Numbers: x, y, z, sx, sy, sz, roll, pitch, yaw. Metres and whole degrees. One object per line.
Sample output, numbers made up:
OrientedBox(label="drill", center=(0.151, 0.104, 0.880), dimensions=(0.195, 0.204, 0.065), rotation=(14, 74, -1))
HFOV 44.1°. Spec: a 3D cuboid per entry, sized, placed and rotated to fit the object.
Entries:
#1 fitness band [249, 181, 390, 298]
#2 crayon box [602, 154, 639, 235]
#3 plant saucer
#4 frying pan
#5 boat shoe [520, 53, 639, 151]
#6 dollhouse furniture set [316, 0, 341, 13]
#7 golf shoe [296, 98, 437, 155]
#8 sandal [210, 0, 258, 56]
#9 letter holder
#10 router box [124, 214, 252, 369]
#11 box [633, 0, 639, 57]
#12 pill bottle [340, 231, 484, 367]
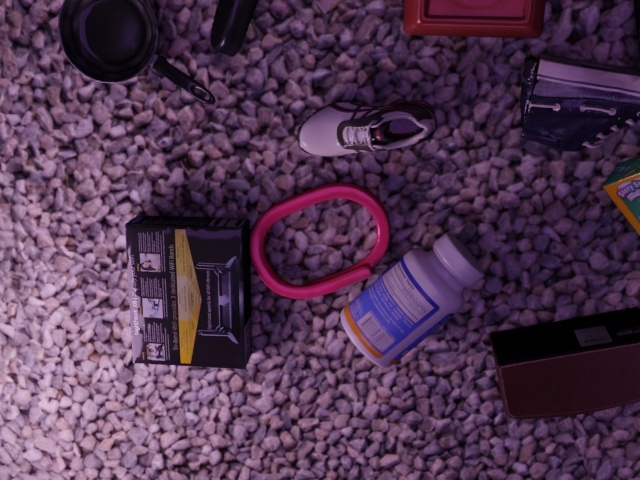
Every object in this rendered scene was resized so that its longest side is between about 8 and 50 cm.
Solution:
OrientedBox(label="fitness band", center=(0.000, 0.000, 1.597), dimensions=(0.290, 0.054, 0.209), rotation=(-21, 100, 11))
OrientedBox(label="crayon box", center=(0.663, -0.095, 1.392), dimensions=(0.165, 0.081, 0.278), rotation=(50, 149, -8))
OrientedBox(label="plant saucer", center=(0.282, -0.492, 1.408), dimensions=(0.258, 0.048, 0.259), rotation=(3, 113, 5))
OrientedBox(label="frying pan", center=(-0.344, -0.391, 1.522), dimensions=(0.326, 0.053, 0.197), rotation=(12, 107, 1))
OrientedBox(label="boat shoe", center=(0.527, -0.234, 1.444), dimensions=(0.340, 0.127, 0.158), rotation=(13, 113, 11))
OrientedBox(label="dollhouse furniture set", center=(0.045, -0.499, 1.391), dimensions=(0.182, 0.161, 0.101), rotation=(-36, 99, 13))
OrientedBox(label="golf shoe", center=(0.082, -0.213, 1.491), dimensions=(0.272, 0.120, 0.105), rotation=(-8, 106, 10))
OrientedBox(label="sandal", center=(-0.082, -0.542, 1.416), dimensions=(0.107, 0.168, 0.446), rotation=(13, 116, -24))
OrientedBox(label="letter holder", center=(0.510, 0.283, 1.567), dimensions=(0.301, 0.152, 0.215), rotation=(-11, 106, 9))
OrientedBox(label="router box", center=(-0.269, 0.107, 1.638), dimensions=(0.242, 0.081, 0.309), rotation=(3, 106, 5))
OrientedBox(label="box", center=(0.637, -0.383, 1.363), dimensions=(0.155, 0.093, 0.158), rotation=(-2, 76, 7))
OrientedBox(label="pill bottle", center=(0.183, 0.112, 1.553), dimensions=(0.272, 0.152, 0.152), rotation=(-42, 97, 14))
